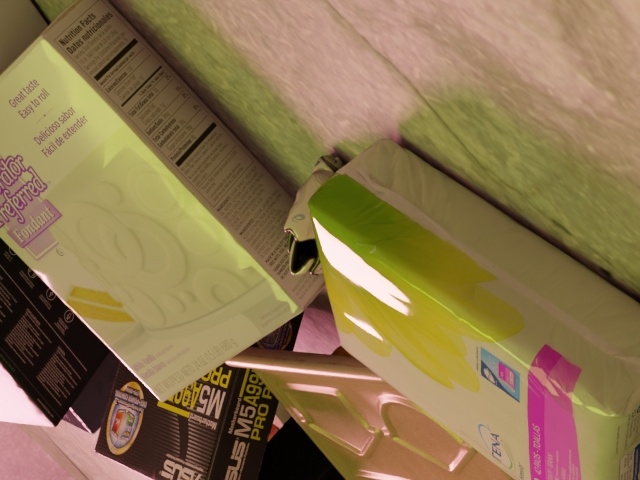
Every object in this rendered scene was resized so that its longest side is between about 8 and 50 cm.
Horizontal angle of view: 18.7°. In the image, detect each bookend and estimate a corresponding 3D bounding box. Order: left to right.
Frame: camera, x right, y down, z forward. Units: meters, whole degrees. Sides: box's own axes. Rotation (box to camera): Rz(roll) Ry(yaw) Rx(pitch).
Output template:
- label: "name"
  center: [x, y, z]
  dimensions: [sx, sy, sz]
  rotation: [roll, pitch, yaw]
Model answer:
- label: "bookend"
  center: [0.002, 0.244, 2.055]
  dimensions: [0.072, 0.156, 0.157]
  rotation: [34, 161, 26]

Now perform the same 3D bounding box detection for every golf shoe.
- label: "golf shoe"
  center: [0.000, 0.000, 1.631]
  dimensions: [0.069, 0.086, 0.176]
  rotation: [34, 161, 23]

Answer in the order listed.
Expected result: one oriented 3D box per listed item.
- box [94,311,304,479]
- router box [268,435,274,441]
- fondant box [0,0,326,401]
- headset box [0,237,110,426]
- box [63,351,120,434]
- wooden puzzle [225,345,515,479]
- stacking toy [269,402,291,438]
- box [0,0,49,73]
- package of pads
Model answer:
- label: "box"
  center: [-0.132, 0.150, 2.043]
  dimensions: [0.060, 0.216, 0.270]
  rotation: [18, 177, -30]
- label: "router box"
  center: [0.016, 0.282, 2.169]
  dimensions: [0.179, 0.046, 0.133]
  rotation: [37, -156, 19]
- label: "fondant box"
  center: [-0.173, -0.033, 1.769]
  dimensions: [0.330, 0.096, 0.238]
  rotation: [47, 135, -8]
- label: "headset box"
  center: [-0.300, 0.003, 1.994]
  dimensions: [0.131, 0.283, 0.246]
  rotation: [1, 138, 42]
- label: "box"
  center: [-0.315, 0.146, 2.527]
  dimensions: [0.108, 0.153, 0.207]
  rotation: [53, 159, -25]
- label: "wooden puzzle"
  center: [0.109, 0.202, 1.840]
  dimensions: [0.348, 0.080, 0.322]
  rotation: [46, 158, -24]
- label: "stacking toy"
  center: [-0.083, 0.288, 2.380]
  dimensions: [0.309, 0.130, 0.279]
  rotation: [49, 162, -15]
- label: "box"
  center: [-0.342, -0.202, 1.905]
  dimensions: [0.170, 0.091, 0.130]
  rotation: [22, 152, 49]
- label: "package of pads"
  center: [0.135, 0.077, 1.489]
  dimensions: [0.296, 0.101, 0.229]
  rotation: [36, 159, 25]
